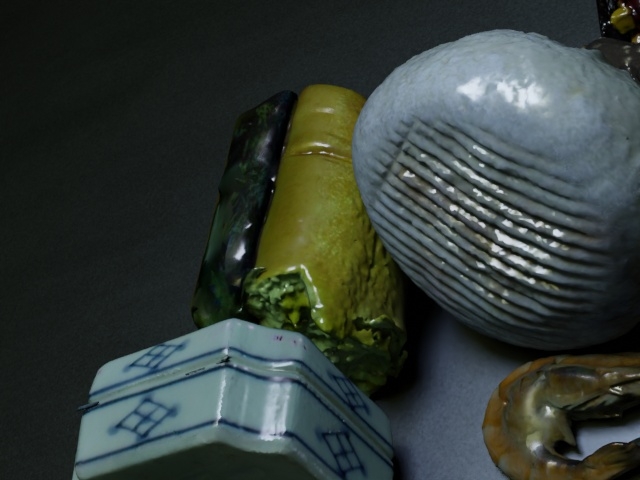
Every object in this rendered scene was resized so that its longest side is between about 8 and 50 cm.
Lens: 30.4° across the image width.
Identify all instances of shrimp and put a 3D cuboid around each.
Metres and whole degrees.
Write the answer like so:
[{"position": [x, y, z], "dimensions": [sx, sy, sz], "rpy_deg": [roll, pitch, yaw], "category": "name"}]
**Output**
[{"position": [0.262, 0.171, 1.123], "dimensions": [0.254, 0.059, 0.145], "rpy_deg": [-7, 55, 38], "category": "shrimp"}]

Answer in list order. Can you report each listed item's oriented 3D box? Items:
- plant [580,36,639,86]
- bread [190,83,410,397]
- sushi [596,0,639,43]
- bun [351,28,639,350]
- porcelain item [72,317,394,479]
[{"position": [0.354, -0.131, 1.245], "dimensions": [0.203, 0.131, 0.142], "rpy_deg": [29, 76, 35], "category": "plant"}, {"position": [0.000, 0.000, 1.345], "dimensions": [0.208, 0.251, 0.376], "rpy_deg": [-16, 46, 27], "category": "bread"}, {"position": [0.404, -0.272, 1.311], "dimensions": [0.172, 0.153, 0.150], "rpy_deg": [-11, 26, 8], "category": "sushi"}, {"position": [0.206, -0.059, 1.153], "dimensions": [0.362, 0.361, 0.211], "rpy_deg": [12, 49, 46], "category": "bun"}, {"position": [-0.088, 0.220, 1.204], "dimensions": [0.282, 0.286, 0.157], "rpy_deg": [-21, 42, 29], "category": "porcelain item"}]
